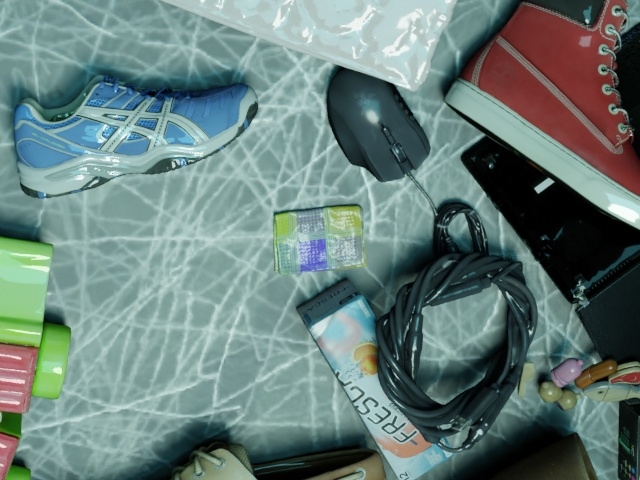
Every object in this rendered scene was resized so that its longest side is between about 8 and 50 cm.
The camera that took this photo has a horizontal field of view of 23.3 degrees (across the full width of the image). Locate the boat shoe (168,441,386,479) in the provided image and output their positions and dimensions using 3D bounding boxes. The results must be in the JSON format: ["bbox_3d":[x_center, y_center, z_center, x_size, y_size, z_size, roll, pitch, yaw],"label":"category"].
[{"bbox_3d":[-0.091,0.235,1.382,0.324,0.123,0.116,-1,97,-17],"label":"boat shoe"}]

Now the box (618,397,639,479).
[{"bbox_3d":[0.321,0.195,1.478,0.062,0.052,0.083,-5,104,-10],"label":"box"}]

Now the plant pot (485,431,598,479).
[{"bbox_3d":[0.162,0.313,1.414,0.230,0.215,0.215,-20,108,9],"label":"plant pot"}]

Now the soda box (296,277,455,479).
[{"bbox_3d":[0.050,0.128,1.401,0.058,0.063,0.183,-32,108,-3],"label":"soda box"}]

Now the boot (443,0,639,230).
[{"bbox_3d":[0.252,-0.121,1.332,0.244,0.088,0.176,37,92,10],"label":"boot"}]

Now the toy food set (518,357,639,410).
[{"bbox_3d":[0.248,0.133,1.441,0.122,0.019,0.078,-3,141,-2],"label":"toy food set"}]

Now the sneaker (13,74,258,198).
[{"bbox_3d":[-0.155,-0.099,1.294,0.211,0.080,0.081,-16,110,-8],"label":"sneaker"}]

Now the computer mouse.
[{"bbox_3d":[0.084,-0.051,1.375,0.071,0.041,0.242,-37,109,-1],"label":"computer mouse"}]

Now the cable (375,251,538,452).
[{"bbox_3d":[0.123,0.086,1.383,0.150,0.047,0.184,44,70,-21],"label":"cable"}]

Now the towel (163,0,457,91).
[{"bbox_3d":[-0.007,-0.324,1.247,0.317,0.053,0.331,21,103,-4],"label":"towel"}]

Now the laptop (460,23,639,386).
[{"bbox_3d":[0.299,-0.032,1.437,0.234,0.136,0.264,-37,82,-1],"label":"laptop"}]

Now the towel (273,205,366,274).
[{"bbox_3d":[0.000,0.000,1.387,0.083,0.009,0.060,-4,106,-10],"label":"towel"}]

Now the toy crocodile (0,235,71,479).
[{"bbox_3d":[-0.288,0.161,1.322,0.115,0.105,0.340,13,101,-14],"label":"toy crocodile"}]
